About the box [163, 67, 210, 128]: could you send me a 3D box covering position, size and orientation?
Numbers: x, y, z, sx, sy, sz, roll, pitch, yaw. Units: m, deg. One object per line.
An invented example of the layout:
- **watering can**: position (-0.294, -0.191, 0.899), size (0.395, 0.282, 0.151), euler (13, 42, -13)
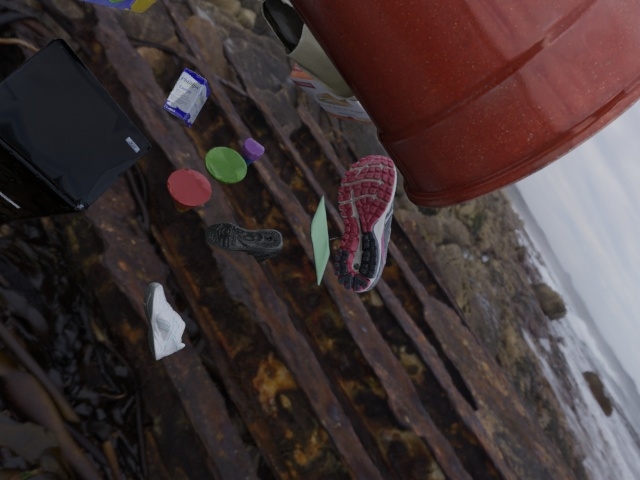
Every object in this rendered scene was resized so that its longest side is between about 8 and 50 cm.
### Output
- **box**: position (-0.397, -0.422, 1.553), size (0.072, 0.137, 0.126), euler (29, -4, -6)

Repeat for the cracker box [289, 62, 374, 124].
- **cracker box**: position (0.050, -0.377, 1.316), size (0.155, 0.067, 0.232), euler (20, -3, 33)

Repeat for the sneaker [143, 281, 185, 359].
- **sneaker**: position (-0.274, 0.137, 0.913), size (0.054, 0.061, 0.152), euler (39, -46, 49)

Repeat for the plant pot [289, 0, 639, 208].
- **plant pot**: position (0.098, -0.214, 0.427), size (0.265, 0.272, 0.272), euler (46, 22, -16)

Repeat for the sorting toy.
- **sorting toy**: position (-0.315, -0.184, 1.551), size (0.127, 0.126, 0.365), euler (45, 50, 2)

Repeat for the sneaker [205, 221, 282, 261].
- **sneaker**: position (-0.223, 0.010, 1.534), size (0.130, 0.227, 0.087), euler (91, 4, -67)

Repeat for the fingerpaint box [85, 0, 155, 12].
- **fingerpaint box**: position (-0.186, -0.549, 0.560), size (0.371, 0.445, 0.163), euler (55, 19, -9)

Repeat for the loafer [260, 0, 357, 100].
- **loafer**: position (-0.016, -0.358, 0.961), size (0.268, 0.102, 0.092), euler (45, 45, -4)

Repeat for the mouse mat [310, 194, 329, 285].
- **mouse mat**: position (0.000, 0.000, 1.308), size (0.152, 0.007, 0.190), euler (-70, 157, -54)

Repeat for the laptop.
- **laptop**: position (-0.459, -0.159, 0.820), size (0.234, 0.264, 0.136), euler (60, 29, -51)

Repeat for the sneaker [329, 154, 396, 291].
- **sneaker**: position (0.097, -0.038, 1.126), size (0.112, 0.121, 0.299), euler (20, 81, -68)
